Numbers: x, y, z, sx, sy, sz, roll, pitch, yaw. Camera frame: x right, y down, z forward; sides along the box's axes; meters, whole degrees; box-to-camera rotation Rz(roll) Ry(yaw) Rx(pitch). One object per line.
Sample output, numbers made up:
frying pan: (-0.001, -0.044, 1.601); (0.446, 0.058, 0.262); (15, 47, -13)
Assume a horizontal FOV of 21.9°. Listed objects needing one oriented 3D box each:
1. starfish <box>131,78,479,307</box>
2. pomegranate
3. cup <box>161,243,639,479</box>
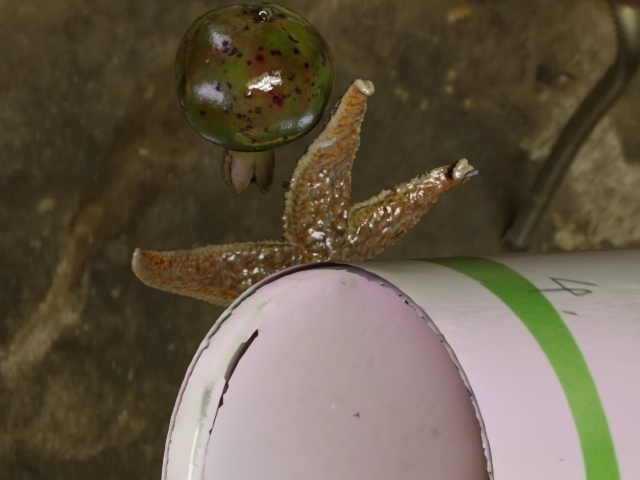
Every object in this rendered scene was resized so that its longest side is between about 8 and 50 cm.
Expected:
starfish: (-0.003, -0.004, 1.141); (0.295, 0.231, 0.048); (17, 20, -45)
pomegranate: (-0.048, -0.096, 1.143); (0.114, 0.142, 0.114); (5, 36, -4)
cup: (0.094, 0.112, 0.701); (0.274, 0.253, 0.253); (5, 58, -43)
